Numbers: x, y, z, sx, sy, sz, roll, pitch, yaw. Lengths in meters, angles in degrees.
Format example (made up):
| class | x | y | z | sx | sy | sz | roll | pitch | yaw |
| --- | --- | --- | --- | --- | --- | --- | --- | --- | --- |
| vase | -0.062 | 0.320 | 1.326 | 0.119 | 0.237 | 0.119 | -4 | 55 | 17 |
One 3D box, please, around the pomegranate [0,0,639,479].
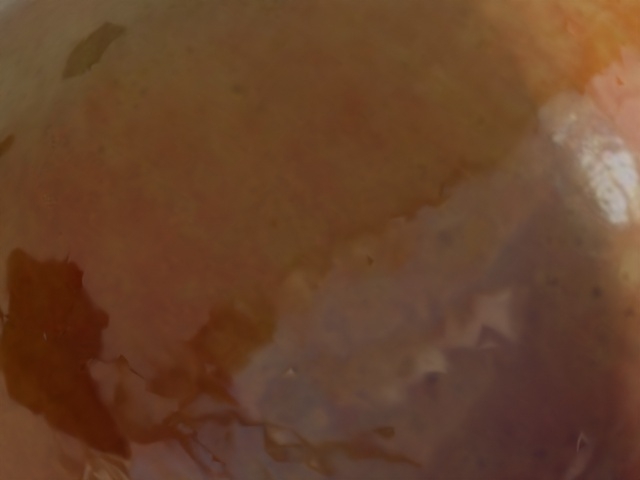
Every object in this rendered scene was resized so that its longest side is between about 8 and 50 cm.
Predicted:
| class | x | y | z | sx | sy | sz | roll | pitch | yaw |
| --- | --- | --- | --- | --- | --- | --- | --- | --- | --- |
| pomegranate | 0.000 | 0.000 | 0.445 | 0.252 | 0.270 | 0.229 | -25 | -160 | 36 |
